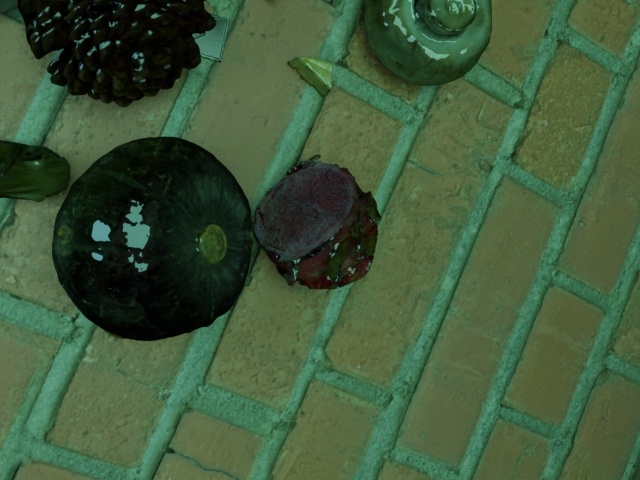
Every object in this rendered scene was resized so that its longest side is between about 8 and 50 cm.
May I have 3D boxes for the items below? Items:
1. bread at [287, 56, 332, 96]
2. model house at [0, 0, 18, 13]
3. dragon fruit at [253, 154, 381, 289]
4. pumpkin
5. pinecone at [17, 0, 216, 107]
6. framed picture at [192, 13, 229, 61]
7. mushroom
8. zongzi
[{"bbox_3d":[-0.026,-0.416,1.730,0.109,0.084,0.080,6,88,-19],"label":"bread"},{"bbox_3d":[-0.666,-0.620,1.445,0.123,0.229,0.188,-6,59,-22],"label":"model house"},{"bbox_3d":[0.000,0.000,1.683,0.314,0.296,0.263,-51,140,-13],"label":"dragon fruit"},{"bbox_3d":[-0.354,-0.002,1.484,0.455,0.344,0.453,-14,107,-54],"label":"pumpkin"},{"bbox_3d":[-0.431,-0.500,1.449,0.398,0.398,0.397,-1,92,-18],"label":"pinecone"},{"bbox_3d":[-0.303,-0.507,1.674,0.149,0.011,0.109,13,87,-18],"label":"framed picture"},{"bbox_3d":[0.275,-0.570,1.734,0.353,0.260,0.351,-1,93,-13],"label":"mushroom"},{"bbox_3d":[-0.655,-0.142,1.432,0.251,0.274,0.125,7,97,-18],"label":"zongzi"}]
